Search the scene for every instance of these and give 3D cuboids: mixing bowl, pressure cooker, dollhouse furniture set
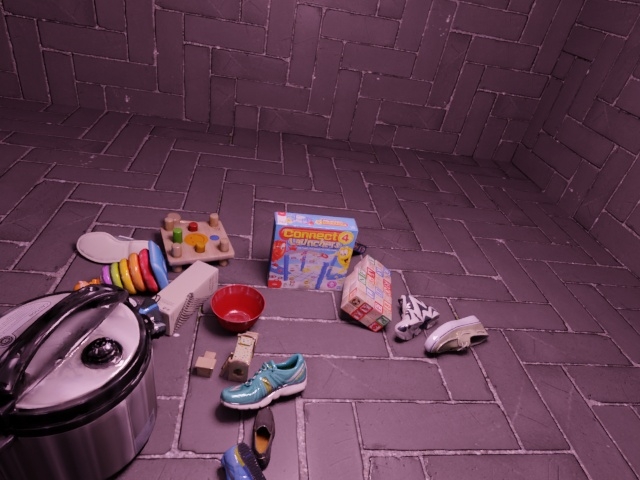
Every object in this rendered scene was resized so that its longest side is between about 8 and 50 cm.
[{"bbox_3d":[-0.284,0.247,1.437,0.182,0.098,0.181,7,34,-5],"label":"mixing bowl"},{"bbox_3d":[-0.571,0.315,0.966,0.376,0.420,0.370,-10,40,-27],"label":"pressure cooker"},{"bbox_3d":[-0.287,0.329,1.313,0.161,0.101,0.181,10,34,-3],"label":"dollhouse furniture set"}]

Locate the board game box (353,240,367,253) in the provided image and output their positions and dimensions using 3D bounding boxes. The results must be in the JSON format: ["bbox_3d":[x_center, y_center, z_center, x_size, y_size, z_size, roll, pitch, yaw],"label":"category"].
[{"bbox_3d":[0.080,-0.023,1.919,0.243,0.042,0.165,32,6,27],"label":"board game box"}]

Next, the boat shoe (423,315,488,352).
[{"bbox_3d":[0.503,0.351,1.523,0.303,0.109,0.094,-11,42,-35],"label":"boat shoe"}]

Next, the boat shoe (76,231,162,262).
[{"bbox_3d":[-0.773,0.038,1.623,0.320,0.116,0.099,6,-9,3],"label":"boat shoe"}]

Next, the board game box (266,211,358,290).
[{"bbox_3d":[-0.039,0.050,1.617,0.309,0.301,0.086,4,35,-11],"label":"board game box"}]

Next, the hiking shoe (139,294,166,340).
[{"bbox_3d":[-0.626,0.263,1.252,0.304,0.113,0.132,-12,67,-21],"label":"hiking shoe"}]

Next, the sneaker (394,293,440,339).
[{"bbox_3d":[0.325,0.278,1.584,0.235,0.094,0.153,-17,42,-36],"label":"sneaker"}]

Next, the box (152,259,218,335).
[{"bbox_3d":[-0.470,0.192,1.451,0.094,0.113,0.275,21,36,13],"label":"box"}]

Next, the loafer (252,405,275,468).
[{"bbox_3d":[-0.150,0.514,1.123,0.062,0.061,0.170,4,34,-9],"label":"loafer"}]

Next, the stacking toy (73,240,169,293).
[{"bbox_3d":[-0.697,0.133,1.461,0.302,0.175,0.165,-17,42,-15],"label":"stacking toy"}]

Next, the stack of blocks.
[{"bbox_3d":[0.182,0.185,1.619,0.171,0.087,0.297,37,31,-14],"label":"stack of blocks"}]

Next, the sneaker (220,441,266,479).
[{"bbox_3d":[-0.174,0.599,1.005,0.209,0.082,0.069,53,8,27],"label":"sneaker"}]

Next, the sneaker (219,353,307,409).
[{"bbox_3d":[-0.164,0.404,1.220,0.276,0.109,0.107,-11,17,-35],"label":"sneaker"}]

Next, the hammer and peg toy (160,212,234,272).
[{"bbox_3d":[-0.519,-0.030,1.740,0.266,0.127,0.361,-6,38,-25],"label":"hammer and peg toy"}]
